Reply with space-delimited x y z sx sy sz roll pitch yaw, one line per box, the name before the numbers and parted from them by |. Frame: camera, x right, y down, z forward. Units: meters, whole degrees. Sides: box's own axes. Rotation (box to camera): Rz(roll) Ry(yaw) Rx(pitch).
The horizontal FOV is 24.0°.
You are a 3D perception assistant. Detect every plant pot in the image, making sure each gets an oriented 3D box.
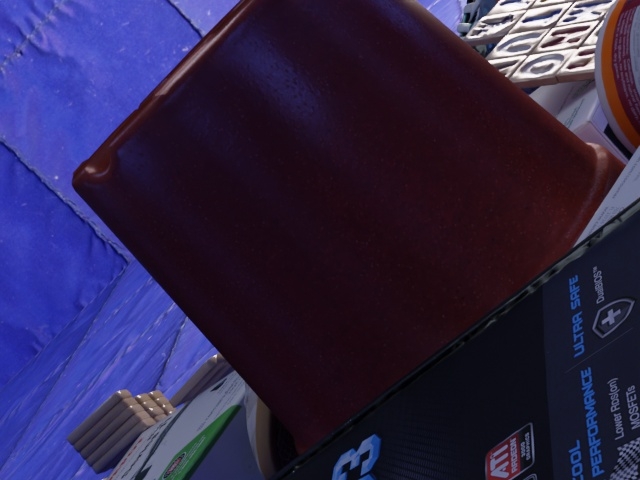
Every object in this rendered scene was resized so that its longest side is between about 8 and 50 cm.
plant pot | 0.023 -0.013 0.840 0.272 0.265 0.272 -45 10 10

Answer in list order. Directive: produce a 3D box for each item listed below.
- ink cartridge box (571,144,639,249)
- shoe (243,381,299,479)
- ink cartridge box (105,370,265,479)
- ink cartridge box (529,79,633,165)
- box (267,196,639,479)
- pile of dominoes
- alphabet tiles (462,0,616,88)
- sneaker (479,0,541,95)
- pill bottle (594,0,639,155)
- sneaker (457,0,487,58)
ink cartridge box | 0.192 0.024 0.633 0.225 0.056 0.181 6 54 55
shoe | -0.010 0.060 0.984 0.058 0.077 0.219 -21 51 50
ink cartridge box | -0.085 0.178 1.043 0.208 0.087 0.153 -37 12 46
ink cartridge box | 0.119 -0.026 1.101 0.333 0.065 0.165 -35 14 42
box | 0.045 0.152 0.513 0.293 0.073 0.295 -39 21 25
pile of dominoes | -0.130 0.144 1.283 0.196 0.040 0.251 -43 -10 10
alphabet tiles | 0.200 -0.172 1.076 0.198 0.009 0.237 -3 32 40
sneaker | 0.212 -0.161 1.245 0.262 0.104 0.125 -133 45 -66
pill bottle | 0.237 -0.103 0.730 0.121 0.121 0.221 -49 10 -19
sneaker | 0.171 -0.201 1.429 0.302 0.121 0.108 -50 10 -25
